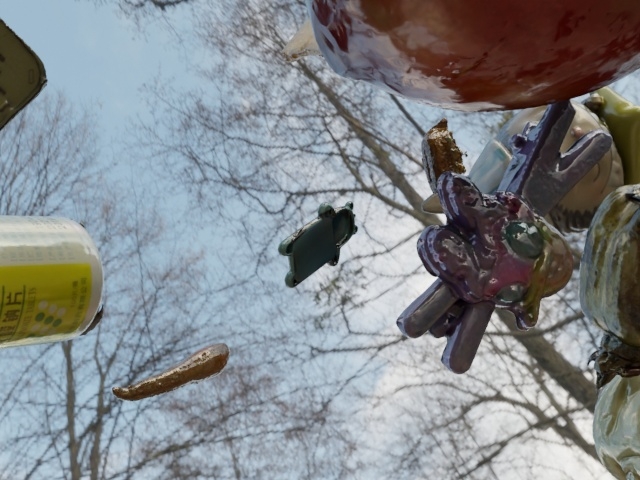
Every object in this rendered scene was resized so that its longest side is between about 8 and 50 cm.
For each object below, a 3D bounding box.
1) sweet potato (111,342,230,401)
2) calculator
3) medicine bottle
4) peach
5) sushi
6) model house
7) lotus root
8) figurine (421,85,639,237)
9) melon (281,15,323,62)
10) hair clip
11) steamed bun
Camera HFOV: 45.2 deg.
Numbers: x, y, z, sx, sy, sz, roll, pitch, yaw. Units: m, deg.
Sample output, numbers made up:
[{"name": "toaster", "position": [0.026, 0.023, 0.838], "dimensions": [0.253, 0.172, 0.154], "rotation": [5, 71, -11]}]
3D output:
[{"name": "sweet potato", "position": [-0.211, 0.200, 1.147], "dimensions": [0.214, 0.050, 0.050], "rotation": [-18, -47, -49]}, {"name": "calculator", "position": [0.000, 0.000, 0.974], "dimensions": [0.141, 0.019, 0.094], "rotation": [-36, -49, -35]}, {"name": "medicine bottle", "position": [-0.534, 0.066, 1.159], "dimensions": [0.379, 0.213, 0.213], "rotation": [-1, -54, -54]}, {"name": "peach", "position": [0.151, -0.221, 0.555], "dimensions": [0.338, 0.281, 0.281], "rotation": [-6, -56, -20]}, {"name": "sushi", "position": [0.180, -0.116, 1.108], "dimensions": [0.060, 0.061, 0.118], "rotation": [-13, -70, -8]}, {"name": "model house", "position": [-0.634, -0.303, 1.349], "dimensions": [0.218, 0.279, 0.205], "rotation": [-45, -58, -8]}, {"name": "lotus root", "position": [0.400, 0.060, 0.955], "dimensions": [0.154, 0.154, 0.278], "rotation": [0, -76, -23]}, {"name": "figurine", "position": [0.359, -0.138, 1.419], "dimensions": [0.378, 0.361, 0.266], "rotation": [-11, -76, -3]}, {"name": "melon", "position": [0.022, -0.247, 0.898], "dimensions": [0.098, 0.182, 0.054], "rotation": [-41, -67, -12]}, {"name": "hair clip", "position": [0.159, -0.024, 0.649], "dimensions": [0.137, 0.090, 0.278], "rotation": [40, -121, -11]}, {"name": "steamed bun", "position": [0.602, 0.274, 1.331], "dimensions": [0.394, 0.237, 0.346], "rotation": [-3, -67, -37]}]
